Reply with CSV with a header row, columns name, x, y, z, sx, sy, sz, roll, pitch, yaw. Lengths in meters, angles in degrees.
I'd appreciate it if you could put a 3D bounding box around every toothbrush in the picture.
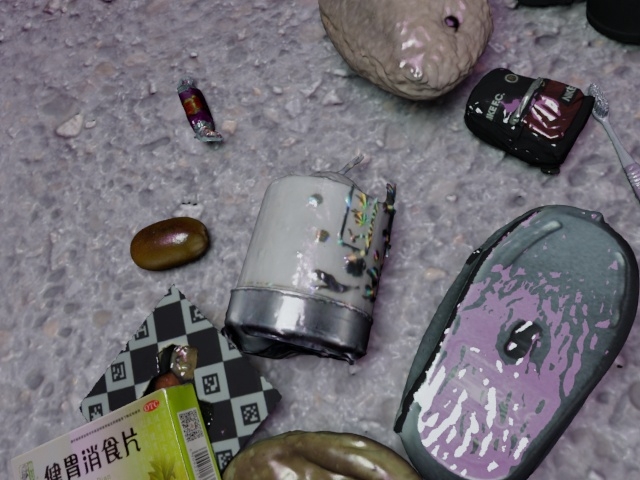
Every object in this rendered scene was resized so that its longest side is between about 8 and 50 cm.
name,x,y,z,sx,sy,sz,roll,pitch,yaw
toothbrush,0.450,-0.076,0.642,0.024,0.029,0.353,-20,68,17

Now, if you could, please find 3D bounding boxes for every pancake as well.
name,x,y,z,sx,sy,sz,roll,pitch,yaw
pancake,0.005,0.355,0.522,0.295,0.049,0.294,-3,81,21

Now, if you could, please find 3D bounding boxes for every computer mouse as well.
name,x,y,z,sx,sy,sz,roll,pitch,yaw
computer mouse,0.233,0.128,0.561,0.203,0.114,0.373,35,80,21

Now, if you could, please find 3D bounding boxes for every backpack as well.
name,x,y,z,sx,sy,sz,roll,pitch,yaw
backpack,0.294,-0.182,0.666,0.165,0.106,0.119,26,81,14

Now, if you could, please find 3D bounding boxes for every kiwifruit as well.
name,x,y,z,sx,sy,sz,roll,pitch,yaw
kiwifruit,-0.234,0.005,0.710,0.125,0.075,0.075,-15,69,8

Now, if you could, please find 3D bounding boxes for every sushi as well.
name,x,y,z,sx,sy,sz,roll,pitch,yaw
sushi,-0.189,0.217,0.629,0.220,0.047,0.231,40,94,20

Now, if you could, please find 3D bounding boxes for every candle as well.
name,x,y,z,sx,sy,sz,roll,pitch,yaw
candle,0.000,0.000,0.614,0.188,0.187,0.329,10,71,13

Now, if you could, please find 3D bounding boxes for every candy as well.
name,x,y,z,sx,sy,sz,roll,pitch,yaw
candy,-0.214,-0.226,0.805,0.045,0.043,0.174,-25,64,-3

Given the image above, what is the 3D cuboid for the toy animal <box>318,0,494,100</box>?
name,x,y,z,sx,sy,sz,roll,pitch,yaw
toy animal,0.125,-0.358,0.716,0.227,0.188,0.358,-28,67,-12

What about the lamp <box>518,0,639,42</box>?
name,x,y,z,sx,sy,sz,roll,pitch,yaw
lamp,0.489,-0.431,0.633,0.375,0.272,0.204,9,74,13

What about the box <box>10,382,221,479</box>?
name,x,y,z,sx,sy,sz,roll,pitch,yaw
box,-0.255,0.311,0.575,0.261,0.062,0.175,-27,73,13
